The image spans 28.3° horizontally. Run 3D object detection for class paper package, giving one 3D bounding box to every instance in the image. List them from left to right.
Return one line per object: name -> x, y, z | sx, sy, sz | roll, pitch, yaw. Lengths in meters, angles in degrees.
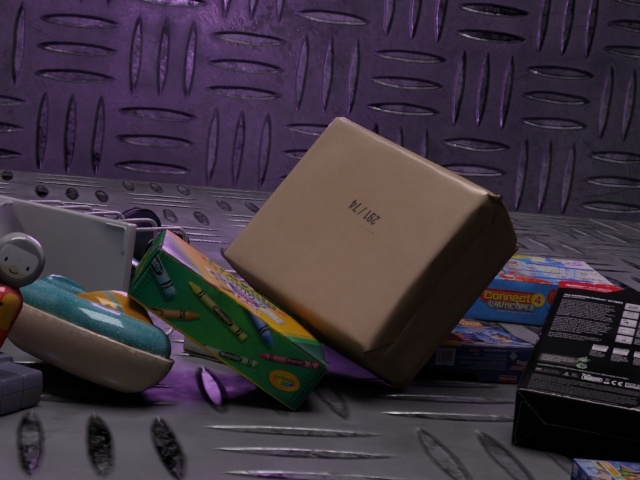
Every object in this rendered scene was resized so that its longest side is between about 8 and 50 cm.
paper package -> 0.075, 0.016, 1.916 | 0.325, 0.309, 0.168 | 32, -13, 37

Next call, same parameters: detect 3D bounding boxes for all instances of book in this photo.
book -> -0.123, 0.164, 1.932 | 0.144, 0.035, 0.096 | 12, 8, 30

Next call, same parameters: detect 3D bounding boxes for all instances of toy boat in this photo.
toy boat -> -0.328, 0.093, 1.649 | 0.267, 0.148, 0.318 | 19, -6, 29

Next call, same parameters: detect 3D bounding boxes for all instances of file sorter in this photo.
file sorter -> -0.368, 0.044, 2.010 | 0.278, 0.192, 0.173 | 12, 8, 30

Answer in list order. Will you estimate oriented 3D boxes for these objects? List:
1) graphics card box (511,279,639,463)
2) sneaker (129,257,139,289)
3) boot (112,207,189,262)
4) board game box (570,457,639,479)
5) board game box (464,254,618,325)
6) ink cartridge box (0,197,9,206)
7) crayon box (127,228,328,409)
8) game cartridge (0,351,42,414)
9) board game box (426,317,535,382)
graphics card box -> 0.414, 0.179, 1.768 | 0.233, 0.094, 0.371 | 9, 23, 16
sneaker -> -0.359, 0.051, 2.303 | 0.081, 0.080, 0.211 | -6, 16, -41
boot -> -0.341, 0.003, 2.550 | 0.207, 0.094, 0.246 | 8, 15, 30
board game box -> 0.377, 0.300, 1.435 | 0.136, 0.035, 0.201 | 5, 9, -6
board game box -> 0.409, 0.095, 2.539 | 0.302, 0.086, 0.308 | 6, 9, -3
ink cartridge box -> -0.653, 0.021, 1.889 | 0.272, 0.130, 0.309 | 13, 29, 35
crayon box -> -0.127, 0.106, 1.749 | 0.278, 0.081, 0.165 | 36, 5, -10
game cartridge -> -0.552, 0.160, 1.589 | 0.355, 0.068, 0.230 | 11, 15, 27
board game box -> 0.227, 0.172, 2.035 | 0.194, 0.060, 0.194 | 4, 9, -15
